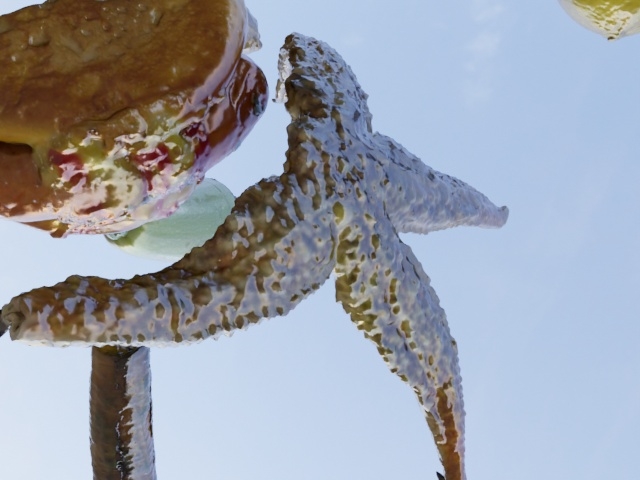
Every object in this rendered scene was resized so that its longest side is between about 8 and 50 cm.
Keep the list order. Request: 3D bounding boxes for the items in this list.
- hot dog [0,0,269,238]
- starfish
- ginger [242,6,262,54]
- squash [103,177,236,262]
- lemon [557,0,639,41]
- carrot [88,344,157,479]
[{"bbox_3d":[-0.152,-0.087,0.570,0.153,0.257,0.150,59,-22,10],"label":"hot dog"},{"bbox_3d":[0.009,-0.007,0.592,0.132,0.384,0.398,-28,-142,29],"label":"starfish"},{"bbox_3d":[-0.125,-0.232,0.736,0.173,0.069,0.051,42,-65,-13],"label":"ginger"},{"bbox_3d":[-0.165,-0.024,0.791,0.094,0.224,0.094,0,-89,19],"label":"squash"},{"bbox_3d":[0.374,-0.341,0.974,0.178,0.178,0.203,7,-93,41],"label":"lemon"},{"bbox_3d":[-0.187,0.202,0.768,0.070,0.070,0.260,23,-61,39],"label":"carrot"}]
